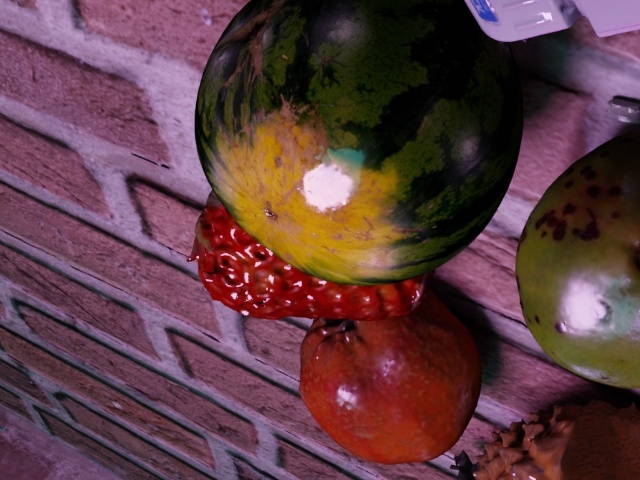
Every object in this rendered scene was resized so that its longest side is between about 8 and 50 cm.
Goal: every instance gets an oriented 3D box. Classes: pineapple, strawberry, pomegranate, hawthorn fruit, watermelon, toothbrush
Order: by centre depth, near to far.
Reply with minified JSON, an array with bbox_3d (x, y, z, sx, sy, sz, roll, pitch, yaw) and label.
[{"bbox_3d":[0.309,-0.081,0.749,0.194,0.014,0.017,18,143,29],"label":"toothbrush"},{"bbox_3d":[0.034,-0.094,0.786,0.269,0.269,0.269,26,148,18],"label":"watermelon"},{"bbox_3d":[0.253,0.020,0.802,0.202,0.202,0.248,33,180,6],"label":"pomegranate"},{"bbox_3d":[0.000,0.000,1.016,0.244,0.205,0.205,24,149,0],"label":"strawberry"},{"bbox_3d":[0.090,0.163,1.141,0.205,0.205,0.253,1,142,45],"label":"hawthorn fruit"},{"bbox_3d":[0.244,0.300,1.153,0.223,0.223,0.357,42,154,-9],"label":"pineapple"}]

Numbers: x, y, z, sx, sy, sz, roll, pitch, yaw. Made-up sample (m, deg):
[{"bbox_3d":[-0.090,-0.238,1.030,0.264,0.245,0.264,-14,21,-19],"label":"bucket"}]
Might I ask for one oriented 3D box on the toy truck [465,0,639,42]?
[{"bbox_3d":[0.187,-0.194,0.578,0.268,0.155,0.124,-4,132,49],"label":"toy truck"}]
